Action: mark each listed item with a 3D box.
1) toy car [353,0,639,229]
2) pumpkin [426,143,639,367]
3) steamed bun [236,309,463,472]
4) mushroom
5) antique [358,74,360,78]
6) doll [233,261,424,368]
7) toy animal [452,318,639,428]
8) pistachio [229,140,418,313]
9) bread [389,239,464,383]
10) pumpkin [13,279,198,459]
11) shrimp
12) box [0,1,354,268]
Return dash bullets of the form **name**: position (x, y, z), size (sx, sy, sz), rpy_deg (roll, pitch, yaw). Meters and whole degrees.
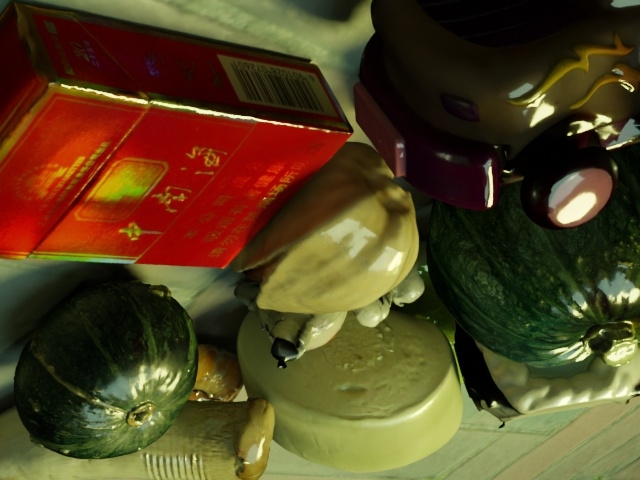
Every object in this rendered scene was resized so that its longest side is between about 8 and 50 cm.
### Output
- **toy car**: position (0.193, -0.185, 1.073), size (0.341, 0.271, 0.240), rpy_deg (-20, 135, -14)
- **pumpkin**: position (0.253, -0.027, 1.378), size (0.293, 0.263, 0.197), rpy_deg (-19, 144, -4)
- **steamed bun**: position (0.029, 0.171, 1.545), size (0.250, 0.154, 0.200), rpy_deg (12, 148, 12)
- **mushroom**: position (-0.219, 0.217, 1.470), size (0.351, 0.095, 0.122), rpy_deg (-4, 125, 7)
- **antique**: position (0.189, -0.153, 1.282), size (0.310, 0.087, 0.093), rpy_deg (-21, 154, -14)
- **doll**: position (0.007, 0.049, 1.440), size (0.192, 0.149, 0.095), rpy_deg (-33, 127, -11)
- **toy animal**: position (0.246, 0.114, 1.503), size (0.204, 0.156, 0.208), rpy_deg (-12, 171, -2)
- **pistachio**: position (0.000, 0.000, 1.289), size (0.157, 0.157, 0.229), rpy_deg (-9, 166, -33)
- **bread**: position (0.148, 0.096, 1.625), size (0.301, 0.045, 0.301), rpy_deg (-3, 144, -2)
- **pumpkin**: position (-0.205, 0.125, 1.346), size (0.190, 0.146, 0.190), rpy_deg (-20, 150, -12)
- **shrimp**: position (-0.144, 0.196, 1.626), size (0.164, 0.062, 0.317), rpy_deg (-30, 149, 4)
- **box**: position (-0.150, -0.070, 1.115), size (0.313, 0.089, 0.197), rpy_deg (5, 141, -46)
